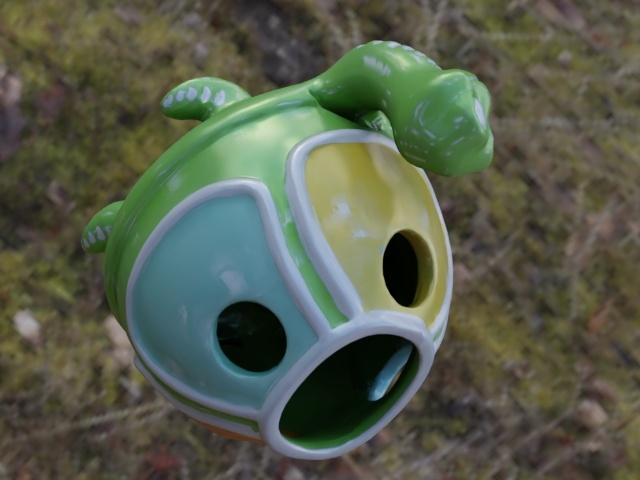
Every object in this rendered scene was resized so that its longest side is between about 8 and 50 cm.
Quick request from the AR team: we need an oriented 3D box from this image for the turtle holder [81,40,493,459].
[{"bbox_3d":[0.003,0.013,1.250,0.227,0.320,0.243,59,4,40],"label":"turtle holder"}]
